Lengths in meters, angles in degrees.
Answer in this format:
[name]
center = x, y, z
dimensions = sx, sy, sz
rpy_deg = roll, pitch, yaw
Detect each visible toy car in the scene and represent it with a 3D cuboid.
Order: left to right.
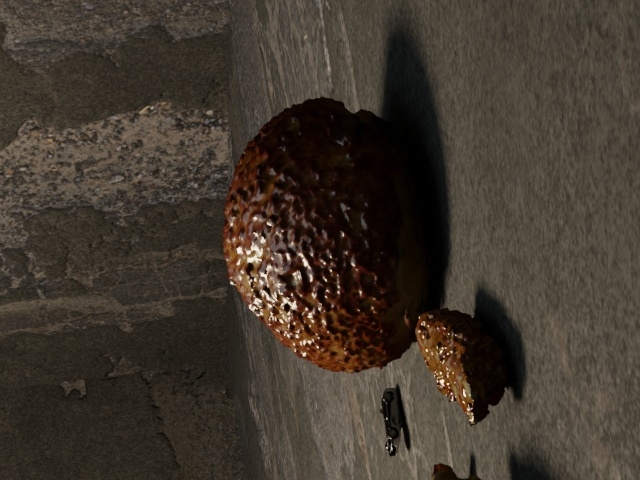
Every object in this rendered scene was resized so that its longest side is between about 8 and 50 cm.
[toy car]
center = 0.095, 0.240, 1.898
dimensions = 0.041, 0.025, 0.093
rpy_deg = 97, 167, -62

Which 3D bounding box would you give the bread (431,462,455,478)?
[bread]
center = 0.124, 0.354, 1.641
dimensions = 0.269, 0.095, 0.139
rpy_deg = 127, 135, -57

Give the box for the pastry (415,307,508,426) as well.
[pastry]
center = 0.144, 0.114, 1.420
dimensions = 0.169, 0.063, 0.087
rpy_deg = -130, 25, -65

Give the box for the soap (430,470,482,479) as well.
[soap]
center = 0.141, 0.285, 1.220
dimensions = 0.338, 0.169, 0.304
rpy_deg = 113, 149, -57

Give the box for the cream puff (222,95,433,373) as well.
[cream puff]
center = -0.001, -0.005, 1.713
dimensions = 0.350, 0.229, 0.350
rpy_deg = 174, 90, -78
